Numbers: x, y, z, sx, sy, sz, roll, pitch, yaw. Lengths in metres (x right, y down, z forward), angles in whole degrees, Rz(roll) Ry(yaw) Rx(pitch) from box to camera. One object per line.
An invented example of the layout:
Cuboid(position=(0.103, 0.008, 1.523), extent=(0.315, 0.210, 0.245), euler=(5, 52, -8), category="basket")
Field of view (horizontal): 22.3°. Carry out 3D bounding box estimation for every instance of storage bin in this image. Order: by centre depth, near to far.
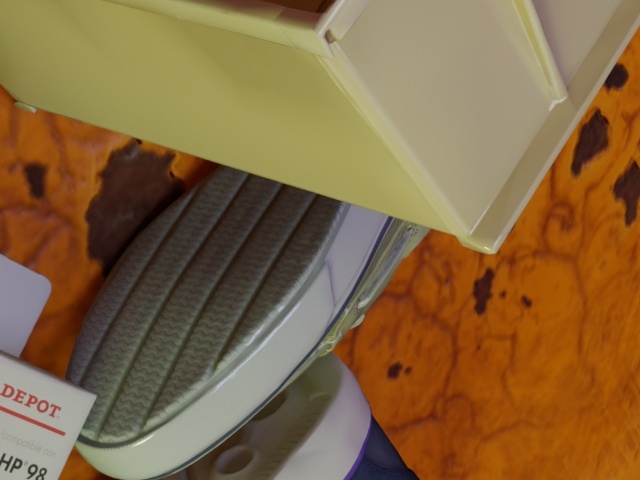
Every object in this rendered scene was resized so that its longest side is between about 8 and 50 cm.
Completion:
Cuboid(position=(0.002, -0.155, 0.589), extent=(0.260, 0.262, 0.123), euler=(-56, 136, -17), category="storage bin")

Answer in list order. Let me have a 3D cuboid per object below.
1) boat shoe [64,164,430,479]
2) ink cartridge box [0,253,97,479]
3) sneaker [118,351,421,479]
Cuboid(position=(0.000, 0.000, 0.754), extent=(0.302, 0.109, 0.094), euler=(-52, 136, -25), category="boat shoe")
Cuboid(position=(-0.163, 0.086, 0.645), extent=(0.104, 0.060, 0.180), euler=(32, 79, -46), category="ink cartridge box")
Cuboid(position=(-0.047, 0.229, 0.759), extent=(0.323, 0.130, 0.236), euler=(-47, 128, -33), category="sneaker")
